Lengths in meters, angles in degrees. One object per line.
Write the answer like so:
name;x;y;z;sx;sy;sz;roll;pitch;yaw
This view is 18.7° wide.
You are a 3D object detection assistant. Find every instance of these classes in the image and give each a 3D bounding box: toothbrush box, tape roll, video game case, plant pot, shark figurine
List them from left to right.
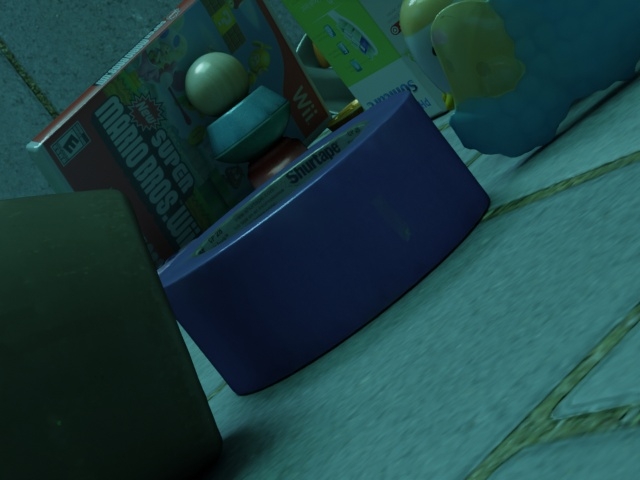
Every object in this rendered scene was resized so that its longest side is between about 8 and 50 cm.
plant pot;-0.180;0.079;0.974;0.229;0.263;0.263;-21;6;-4
video game case;-0.125;-0.101;1.830;0.025;0.204;0.285;13;52;48
tape roll;0.000;0.000;1.124;0.189;0.080;0.189;-37;8;6
shark figurine;0.042;-0.176;2.091;0.278;0.166;0.116;-22;30;-12
toothbrush box;0.065;-0.266;1.665;0.206;0.283;0.122;-40;9;-23

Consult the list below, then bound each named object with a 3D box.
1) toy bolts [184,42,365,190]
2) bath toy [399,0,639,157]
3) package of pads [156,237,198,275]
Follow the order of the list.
toy bolts;-0.015;-0.150;1.821;0.228;0.158;0.218;-38;7;-5
bath toy;0.130;-0.148;1.293;0.151;0.129;0.348;7;15;2
package of pads;-0.135;0.034;1.757;0.083;0.032;0.050;-37;4;7
